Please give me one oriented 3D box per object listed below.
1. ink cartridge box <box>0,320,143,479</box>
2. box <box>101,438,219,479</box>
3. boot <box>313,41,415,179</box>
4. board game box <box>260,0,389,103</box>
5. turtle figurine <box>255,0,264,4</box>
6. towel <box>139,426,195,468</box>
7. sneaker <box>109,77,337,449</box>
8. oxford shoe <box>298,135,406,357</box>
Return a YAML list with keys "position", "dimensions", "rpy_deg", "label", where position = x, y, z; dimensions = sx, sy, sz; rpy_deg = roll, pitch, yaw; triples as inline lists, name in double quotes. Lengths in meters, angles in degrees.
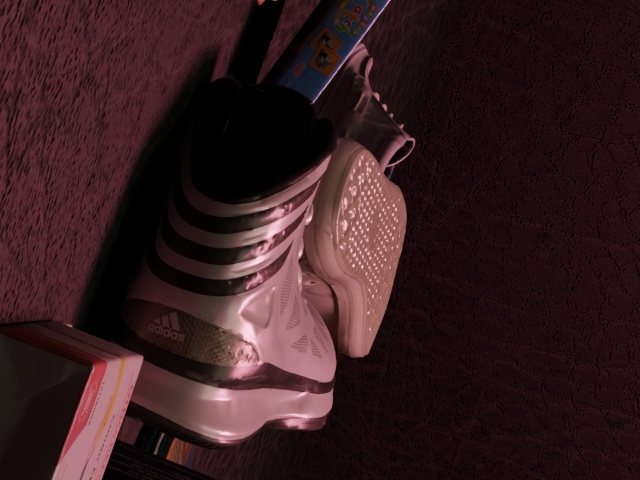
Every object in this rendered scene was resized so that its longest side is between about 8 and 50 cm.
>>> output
- position: [-0.166, 0.114, 1.229]
  dimensions: [0.198, 0.067, 0.115]
  rpy_deg: [4, 106, -85]
  label: "ink cartridge box"
- position: [-0.143, 0.248, 1.538]
  dimensions: [0.207, 0.153, 0.108]
  rpy_deg: [-43, 154, -76]
  label: "box"
- position: [0.042, -0.120, 2.138]
  dimensions: [0.258, 0.123, 0.095]
  rpy_deg: [-63, 172, -50]
  label: "boot"
- position: [0.024, -0.195, 1.667]
  dimensions: [0.211, 0.039, 0.160]
  rpy_deg: [-54, -172, 1]
  label: "board game box"
- position: [0.029, -0.289, 1.533]
  dimensions: [0.217, 0.087, 0.269]
  rpy_deg: [21, 91, -85]
  label: "turtle figurine"
- position: [-0.195, 0.315, 1.913]
  dimensions: [0.271, 0.040, 0.370]
  rpy_deg: [105, 6, -57]
  label: "towel"
- position: [-0.036, 0.010, 1.594]
  dimensions: [0.447, 0.169, 0.257]
  rpy_deg: [-14, 127, -81]
  label: "sneaker"
- position: [0.000, 0.000, 1.936]
  dimensions: [0.449, 0.130, 0.169]
  rpy_deg: [59, 43, -71]
  label: "oxford shoe"
